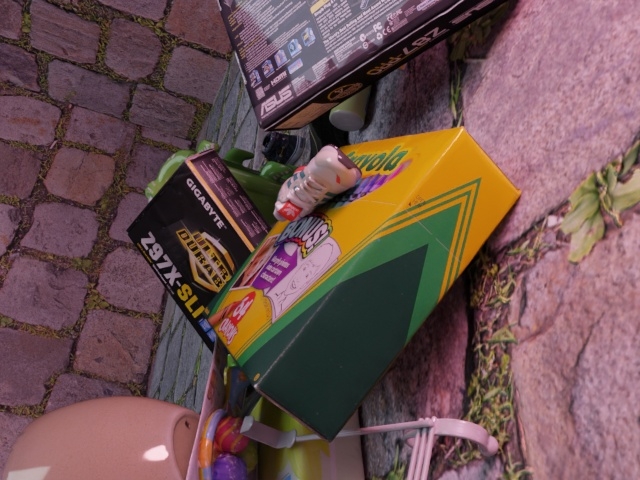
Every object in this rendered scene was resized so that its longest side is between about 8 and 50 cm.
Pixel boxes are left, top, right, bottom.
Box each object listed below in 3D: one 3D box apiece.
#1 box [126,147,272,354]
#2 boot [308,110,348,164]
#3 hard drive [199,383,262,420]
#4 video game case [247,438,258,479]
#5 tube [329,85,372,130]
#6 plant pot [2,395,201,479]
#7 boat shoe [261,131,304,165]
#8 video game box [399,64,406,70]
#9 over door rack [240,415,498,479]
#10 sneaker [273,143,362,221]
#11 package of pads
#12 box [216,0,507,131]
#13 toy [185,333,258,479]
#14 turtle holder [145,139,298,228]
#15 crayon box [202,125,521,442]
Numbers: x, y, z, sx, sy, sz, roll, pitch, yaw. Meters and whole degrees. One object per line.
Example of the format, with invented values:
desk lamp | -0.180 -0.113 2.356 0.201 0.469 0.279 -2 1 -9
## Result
box | -0.182 0.040 1.169 0.257 0.322 0.079 -37 -3 43
boot | -0.005 -0.152 1.227 0.198 0.077 0.137 -94 21 -48
hard drive | -0.166 0.365 1.121 0.338 0.064 0.237 -68 -12 14
video game case | -0.127 0.387 0.886 0.183 0.023 0.201 -98 32 -51
tube | 0.068 -0.308 1.161 0.070 0.062 0.240 3 65 27
plant pot | -0.234 0.322 0.862 0.191 0.284 0.284 -27 36 13
boat shoe | -0.107 -0.200 1.538 0.183 0.083 0.065 135 146 -56
video game box | 0.072 -0.381 0.972 0.048 0.205 0.187 -78 13 -64
over door rack | 0.015 0.295 0.632 0.324 0.108 0.239 -16 45 46
sneaker | -0.010 -0.055 0.750 0.075 0.057 0.161 -54 13 -18
package of pads | -0.033 0.326 0.863 0.296 0.101 0.229 -92 27 -44
box | 0.024 -0.365 0.851 0.395 0.097 0.318 -25 84 41
toy | -0.109 0.248 0.818 0.137 0.056 0.237 73 -167 -46
turtle holder | -0.190 -0.071 1.299 0.243 0.320 0.227 -132 59 -76
crayon box | 0.017 0.025 0.781 0.313 0.106 0.363 -52 17 -8
